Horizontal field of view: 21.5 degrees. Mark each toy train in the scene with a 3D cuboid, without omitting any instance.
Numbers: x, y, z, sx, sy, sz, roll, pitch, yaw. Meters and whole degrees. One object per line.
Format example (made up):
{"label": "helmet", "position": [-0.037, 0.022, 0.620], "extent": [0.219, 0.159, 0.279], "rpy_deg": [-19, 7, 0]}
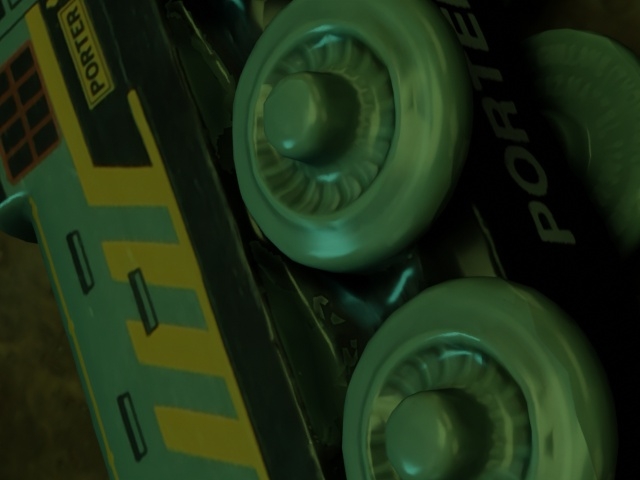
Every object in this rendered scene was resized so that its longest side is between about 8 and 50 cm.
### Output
{"label": "toy train", "position": [0.000, 0.000, 0.493], "extent": [0.190, 0.142, 0.334], "rpy_deg": [-37, 65, 35]}
